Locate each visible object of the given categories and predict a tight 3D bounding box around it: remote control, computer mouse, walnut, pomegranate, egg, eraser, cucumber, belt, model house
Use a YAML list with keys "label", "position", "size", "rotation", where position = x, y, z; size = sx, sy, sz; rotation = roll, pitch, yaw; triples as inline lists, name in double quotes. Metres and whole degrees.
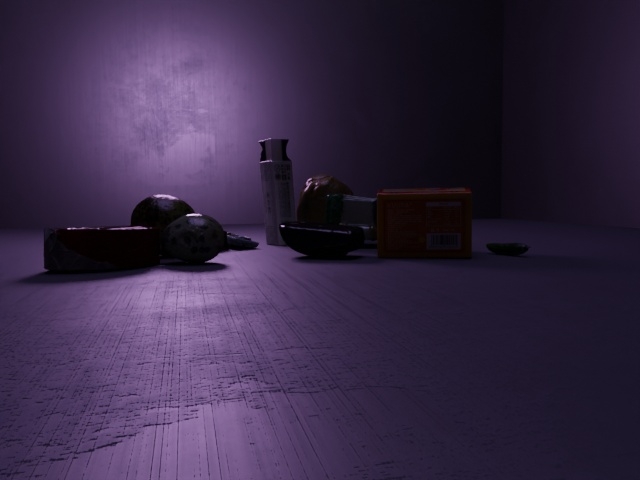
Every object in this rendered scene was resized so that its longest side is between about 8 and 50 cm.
- label: "remote control"
  position: [-0.336, -0.003, 2.166]
  size: [0.103, 0.051, 0.293]
  rotation: [12, -1, -31]
- label: "computer mouse"
  position: [0.000, 0.000, 1.779]
  size: [0.269, 0.100, 0.170]
  rotation: [6, 11, 19]
- label: "walnut"
  position: [0.023, -0.133, 2.400]
  size: [0.282, 0.283, 0.227]
  rotation: [-2, 22, -20]
- label: "pomegranate"
  position: [-0.510, -0.025, 1.814]
  size: [0.214, 0.214, 0.248]
  rotation: [1, 42, 23]
- label: "egg"
  position: [-0.363, -0.006, 1.640]
  size: [0.181, 0.141, 0.141]
  rotation: [-2, 5, -7]
- label: "eraser"
  position: [-0.166, -0.185, 2.225]
  size: [0.098, 0.405, 0.096]
  rotation: [-7, 4, -38]
- label: "cucumber"
  position: [0.578, 0.027, 1.768]
  size: [0.039, 0.039, 0.167]
  rotation: [-4, 3, -35]
- label: "belt"
  position: [-0.594, 0.019, 1.561]
  size: [0.227, 0.115, 0.323]
  rotation: [1, 2, 44]
- label: "model house"
  position: [0.192, -0.073, 2.137]
  size: [0.324, 0.194, 0.267]
  rotation: [3, 4, 10]

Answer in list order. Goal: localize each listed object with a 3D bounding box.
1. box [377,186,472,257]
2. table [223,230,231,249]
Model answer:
- label: "box"
  position: [0.324, -0.060, 1.815]
  size: [0.283, 0.214, 0.259]
  rotation: [1, 6, 9]
- label: "table"
  position: [-0.367, -0.001, 2.020]
  size: [0.082, 0.070, 0.083]
  rotation: [1, 4, 26]
